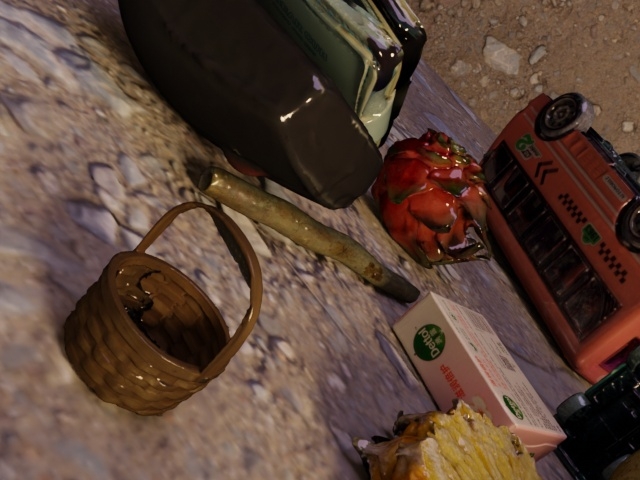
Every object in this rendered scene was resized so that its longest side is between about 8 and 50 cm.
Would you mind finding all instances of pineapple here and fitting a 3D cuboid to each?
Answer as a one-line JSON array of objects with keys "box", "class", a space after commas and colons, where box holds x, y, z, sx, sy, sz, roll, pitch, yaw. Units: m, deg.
[{"box": [0.097, 0.170, 0.399, 0.221, 0.047, 0.221, 38, 22, -18], "class": "pineapple"}]

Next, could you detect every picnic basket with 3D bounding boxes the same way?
[{"box": [-0.058, 0.026, 0.318, 0.072, 0.083, 0.072, 38, 20, -17], "class": "picnic basket"}]

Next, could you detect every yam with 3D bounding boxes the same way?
[{"box": [0.001, 0.001, 0.586, 0.234, 0.029, 0.027, 30, 51, -39], "class": "yam"}]

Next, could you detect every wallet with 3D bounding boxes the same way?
[{"box": [0.002, -0.168, 0.682, 0.176, 0.075, 0.250, 51, -13, 10], "class": "wallet"}]

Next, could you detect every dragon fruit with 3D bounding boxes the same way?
[{"box": [0.118, -0.041, 0.772, 0.130, 0.121, 0.142, -2, 70, -22], "class": "dragon fruit"}]

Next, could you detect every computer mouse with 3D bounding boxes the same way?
[{"box": [-0.071, -0.130, 0.574, 0.269, 0.100, 0.170, 51, 7, 24], "class": "computer mouse"}]

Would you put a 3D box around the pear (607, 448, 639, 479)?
[{"box": [0.264, 0.212, 0.513, 0.167, 0.137, 0.167, 26, 10, -5], "class": "pear"}]

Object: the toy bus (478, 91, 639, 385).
[{"box": [0.371, -0.003, 1.044, 0.203, 0.233, 0.427, 32, 25, -33], "class": "toy bus"}]

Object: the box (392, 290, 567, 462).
[{"box": [0.118, 0.105, 0.576, 0.089, 0.043, 0.125, 25, 28, -45], "class": "box"}]

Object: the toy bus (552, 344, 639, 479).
[{"box": [0.280, 0.142, 0.654, 0.091, 0.160, 0.079, 22, 29, -52], "class": "toy bus"}]
